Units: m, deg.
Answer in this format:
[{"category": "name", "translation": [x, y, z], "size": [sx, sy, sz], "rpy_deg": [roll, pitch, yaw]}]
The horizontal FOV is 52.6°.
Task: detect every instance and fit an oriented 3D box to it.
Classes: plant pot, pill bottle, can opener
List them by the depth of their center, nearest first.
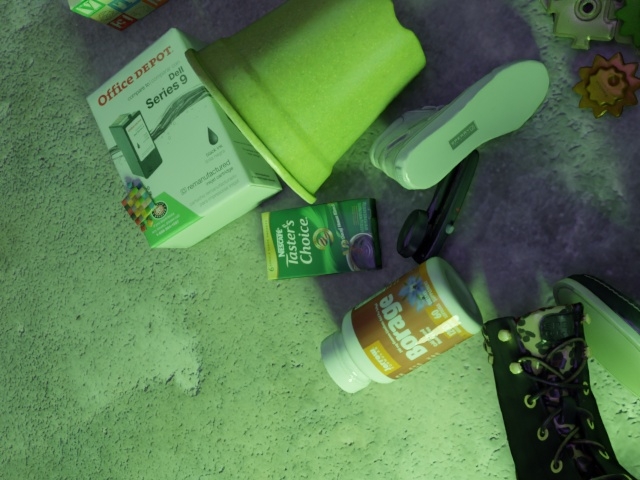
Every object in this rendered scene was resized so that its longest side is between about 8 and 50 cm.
[{"category": "plant pot", "translation": [-0.003, -0.236, 0.914], "size": [0.254, 0.276, 0.276], "rpy_deg": [-38, 76, 6]}, {"category": "pill bottle", "translation": [0.110, 0.127, 0.922], "size": [0.216, 0.121, 0.121], "rpy_deg": [-36, 77, 20]}, {"category": "can opener", "translation": [0.177, -0.049, 0.933], "size": [0.059, 0.073, 0.186], "rpy_deg": [31, 92, 27]}]

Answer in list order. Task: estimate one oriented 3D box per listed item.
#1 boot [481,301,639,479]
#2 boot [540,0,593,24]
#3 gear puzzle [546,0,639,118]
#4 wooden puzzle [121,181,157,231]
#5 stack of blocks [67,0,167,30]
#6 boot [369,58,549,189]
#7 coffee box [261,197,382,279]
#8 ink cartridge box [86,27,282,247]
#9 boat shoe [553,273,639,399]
[{"category": "boot", "translation": [0.285, 0.217, 0.735], "size": [0.138, 0.377, 0.284], "rpy_deg": [-12, 80, 5]}, {"category": "boot", "translation": [0.337, -0.349, 0.876], "size": [0.087, 0.042, 0.118], "rpy_deg": [-22, 81, 23]}, {"category": "gear puzzle", "translation": [0.372, -0.319, 0.803], "size": [0.175, 0.044, 0.338], "rpy_deg": [17, 115, 28]}, {"category": "wooden puzzle", "translation": [-0.284, -0.057, 1.016], "size": [0.049, 0.006, 0.083], "rpy_deg": [-43, 74, 21]}, {"category": "stack of blocks", "translation": [-0.284, -0.474, 1.058], "size": [0.297, 0.171, 0.087], "rpy_deg": [-24, 81, 21]}, {"category": "boot", "translation": [0.185, -0.176, 0.910], "size": [0.258, 0.095, 0.123], "rpy_deg": [-35, 32, -8]}, {"category": "coffee box", "translation": [0.000, 0.000, 1.011], "size": [0.184, 0.040, 0.113], "rpy_deg": [-6, 88, 22]}, {"category": "ink cartridge box", "translation": [-0.226, -0.160, 1.059], "size": [0.211, 0.121, 0.289], "rpy_deg": [-30, 79, 20]}, {"category": "boat shoe", "translation": [0.446, 0.149, 0.797], "size": [0.113, 0.127, 0.340], "rpy_deg": [-39, 65, -12]}]
